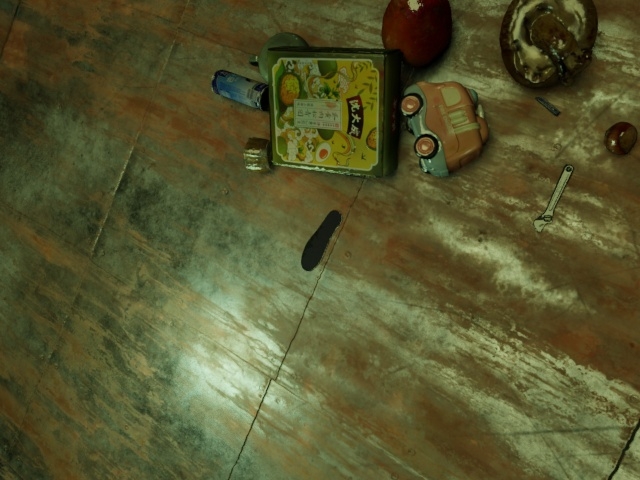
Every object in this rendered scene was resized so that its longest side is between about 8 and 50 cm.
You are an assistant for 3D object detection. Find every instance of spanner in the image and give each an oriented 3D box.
[{"bbox_3d":[0.660,-0.119,1.608,0.046,0.012,0.209,26,97,26],"label":"spanner"}]

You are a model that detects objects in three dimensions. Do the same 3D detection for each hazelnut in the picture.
[{"bbox_3d":[0.802,-0.276,1.522,0.086,0.086,0.086,-2,84,25],"label":"hazelnut"}]

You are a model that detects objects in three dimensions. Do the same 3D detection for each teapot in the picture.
[{"bbox_3d":[-0.117,-0.615,1.964,0.294,0.129,0.193,10,90,28],"label":"teapot"}]

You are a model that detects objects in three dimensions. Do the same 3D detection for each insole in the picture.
[{"bbox_3d":[0.000,0.000,1.918,0.080,0.003,0.232,34,100,24],"label":"insole"}]

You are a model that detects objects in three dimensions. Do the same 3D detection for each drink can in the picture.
[{"bbox_3d":[-0.278,-0.542,2.049,0.235,0.097,0.097,24,96,26],"label":"drink can"}]

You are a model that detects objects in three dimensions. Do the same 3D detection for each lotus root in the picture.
[{"bbox_3d":[-0.210,-0.300,1.988,0.081,0.112,0.122,0,117,16],"label":"lotus root"}]

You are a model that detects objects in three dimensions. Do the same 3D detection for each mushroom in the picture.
[{"bbox_3d":[0.630,-0.547,1.559,0.263,0.195,0.283,-31,57,28],"label":"mushroom"}]

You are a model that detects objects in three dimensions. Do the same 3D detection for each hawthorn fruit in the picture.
[{"bbox_3d":[0.289,-0.665,1.699,0.224,0.261,0.224,0,63,0],"label":"hawthorn fruit"}]

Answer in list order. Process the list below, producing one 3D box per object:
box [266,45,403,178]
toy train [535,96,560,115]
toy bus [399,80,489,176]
[{"bbox_3d":[0.037,-0.409,1.788,0.420,0.138,0.373,12,115,26],"label":"box"},{"bbox_3d":[0.652,-0.389,1.633,0.017,0.017,0.083,-46,69,12],"label":"toy train"},{"bbox_3d":[0.368,-0.340,1.675,0.232,0.194,0.288,-18,77,15],"label":"toy bus"}]
